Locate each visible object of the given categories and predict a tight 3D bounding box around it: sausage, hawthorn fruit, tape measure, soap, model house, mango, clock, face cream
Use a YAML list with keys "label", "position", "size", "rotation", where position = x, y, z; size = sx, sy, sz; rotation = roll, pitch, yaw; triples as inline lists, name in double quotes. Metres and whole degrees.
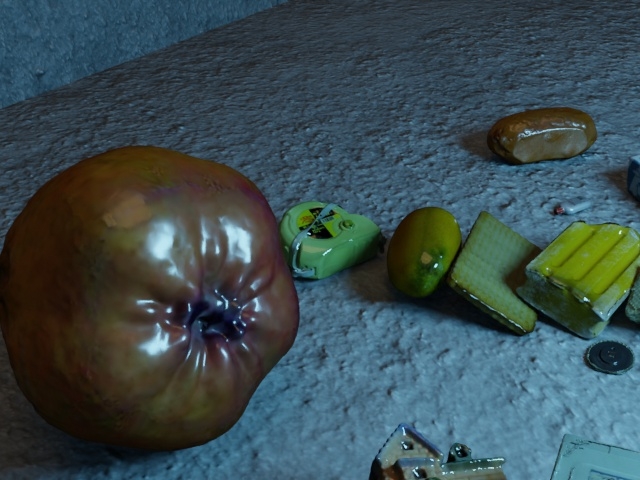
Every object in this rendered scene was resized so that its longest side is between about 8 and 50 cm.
- label: "sausage"
  position: [0.524, -0.251, 1.883]
  size: [0.258, 0.133, 0.133]
  rotation: [-8, 32, -1]
- label: "hawthorn fruit"
  position: [-0.279, 0.075, 1.193]
  size: [0.471, 0.472, 0.472]
  rotation: [-4, 32, 3]
- label: "tape measure"
  position: [0.000, 0.000, 1.583]
  size: [0.200, 0.106, 0.175]
  rotation: [-26, 51, -26]
- label: "soap"
  position: [0.485, 0.052, 1.416]
  size: [0.160, 0.080, 0.257]
  rotation: [36, 47, 25]
- label: "model house"
  position: [0.148, 0.321, 0.997]
  size: [0.182, 0.167, 0.172]
  rotation: [2, 27, -10]
- label: "mango"
  position: [0.188, 0.027, 1.471]
  size: [0.120, 0.151, 0.221]
  rotation: [35, 41, -9]
- label: "clock"
  position: [0.473, 0.188, 1.290]
  size: [0.074, 0.010, 0.083]
  rotation: [11, 36, 25]
- label: "face cream"
  position: [0.533, -0.072, 1.688]
  size: [0.083, 0.021, 0.040]
  rotation: [-19, 34, -20]

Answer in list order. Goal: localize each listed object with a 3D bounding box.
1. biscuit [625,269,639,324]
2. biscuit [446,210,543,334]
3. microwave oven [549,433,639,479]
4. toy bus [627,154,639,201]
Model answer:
- label: "biscuit"
  position: [0.599, 0.078, 1.275]
  size: [0.199, 0.040, 0.121]
  rotation: [-9, 40, 50]
- label: "biscuit"
  position: [0.330, 0.057, 1.441]
  size: [0.172, 0.029, 0.254]
  rotation: [35, 39, 2]
- label: "microwave oven"
  position: [0.381, 0.373, 0.846]
  size: [0.295, 0.181, 0.237]
  rotation: [10, 37, 24]
- label: "toy bus"
  position: [0.748, -0.088, 1.604]
  size: [0.130, 0.106, 0.297]
  rotation: [-10, 30, -4]
